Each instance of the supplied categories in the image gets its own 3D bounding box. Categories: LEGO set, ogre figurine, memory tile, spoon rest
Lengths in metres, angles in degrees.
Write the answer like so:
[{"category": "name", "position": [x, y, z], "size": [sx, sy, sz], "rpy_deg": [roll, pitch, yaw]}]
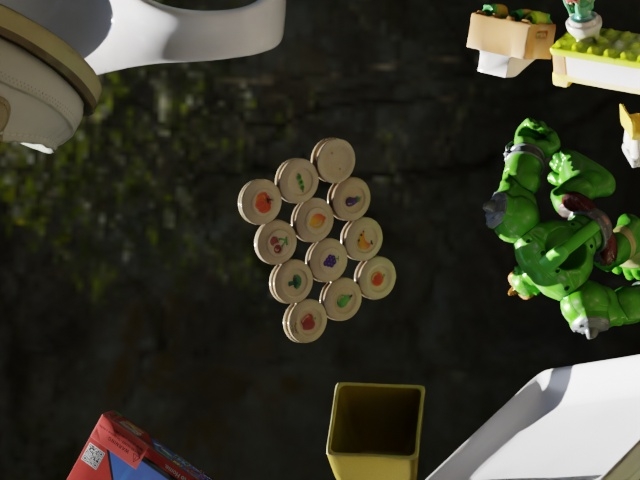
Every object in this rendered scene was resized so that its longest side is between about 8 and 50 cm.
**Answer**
[{"category": "LEGO set", "position": [0.196, -0.120, 1.044], "size": [0.287, 0.132, 0.107], "rpy_deg": [-126, 20, -53]}, {"category": "ogre figurine", "position": [0.207, -0.002, 1.413], "size": [0.118, 0.097, 0.197], "rpy_deg": [-35, -78, -38]}, {"category": "memory tile", "position": [0.000, 0.000, 1.399], "size": [0.113, 0.012, 0.148], "rpy_deg": [-30, -68, -24]}, {"category": "spoon rest", "position": [-0.165, -0.174, 1.290], "size": [0.084, 0.276, 0.137], "rpy_deg": [-88, 1, -61]}]

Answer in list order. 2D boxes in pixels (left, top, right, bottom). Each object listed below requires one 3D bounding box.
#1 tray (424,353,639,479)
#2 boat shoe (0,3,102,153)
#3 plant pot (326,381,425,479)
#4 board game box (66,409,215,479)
[{"category": "tray", "position": [0.175, 0.133, 1.176], "size": [0.145, 0.270, 0.030], "rpy_deg": [-41, -83, -22]}, {"category": "boat shoe", "position": [-0.202, -0.077, 0.803], "size": [0.103, 0.113, 0.302], "rpy_deg": [-71, -20, -4]}, {"category": "plant pot", "position": [0.053, 0.185, 1.550], "size": [0.083, 0.081, 0.081], "rpy_deg": [83, -168, -48]}, {"category": "board game box", "position": [-0.091, 0.271, 1.360], "size": [0.145, 0.281, 0.027], "rpy_deg": [-61, -15, 13]}]
